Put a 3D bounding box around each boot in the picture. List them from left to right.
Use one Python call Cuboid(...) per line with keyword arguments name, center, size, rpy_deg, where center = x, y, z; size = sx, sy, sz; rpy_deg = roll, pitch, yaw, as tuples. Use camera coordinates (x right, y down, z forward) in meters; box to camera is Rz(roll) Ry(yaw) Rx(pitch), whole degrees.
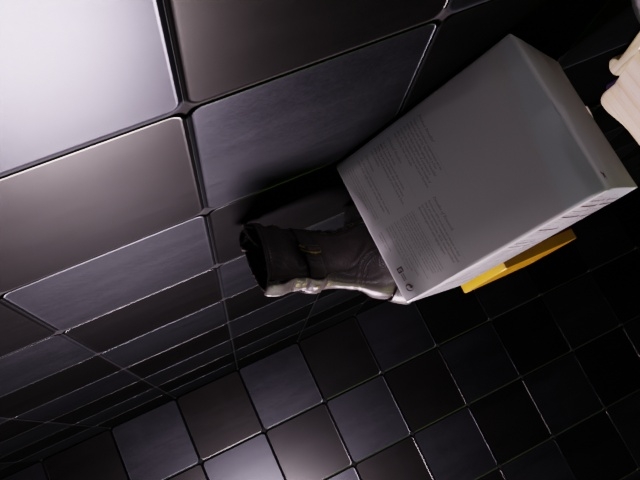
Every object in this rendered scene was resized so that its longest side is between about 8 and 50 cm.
Cuboid(name="boot", center=(0.000, 0.000, 0.895), size=(0.228, 0.263, 0.091), rpy_deg=(7, 115, -17))

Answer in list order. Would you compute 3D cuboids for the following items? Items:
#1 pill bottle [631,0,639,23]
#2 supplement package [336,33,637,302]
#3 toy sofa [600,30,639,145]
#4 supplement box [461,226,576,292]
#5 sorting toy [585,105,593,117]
Cuboid(name="pill bottle", center=(0.328, -0.252, 0.519), size=(0.131, 0.131, 0.229), rpy_deg=(-31, 166, 20))
Cuboid(name="supplement package", center=(0.206, -0.079, 0.800), size=(0.262, 0.199, 0.198), rpy_deg=(-35, 165, 32))
Cuboid(name="toy sofa", center=(0.566, -0.147, 0.873), size=(0.150, 0.363, 0.177), rpy_deg=(-25, 160, -9))
Cuboid(name="supplement box", center=(0.322, -0.038, 1.186), size=(0.191, 0.194, 0.129), rpy_deg=(-19, 165, -29))
Cuboid(name="sorting toy", center=(0.451, -0.182, 1.136), size=(0.083, 0.075, 0.045), rpy_deg=(-28, 166, 10))
